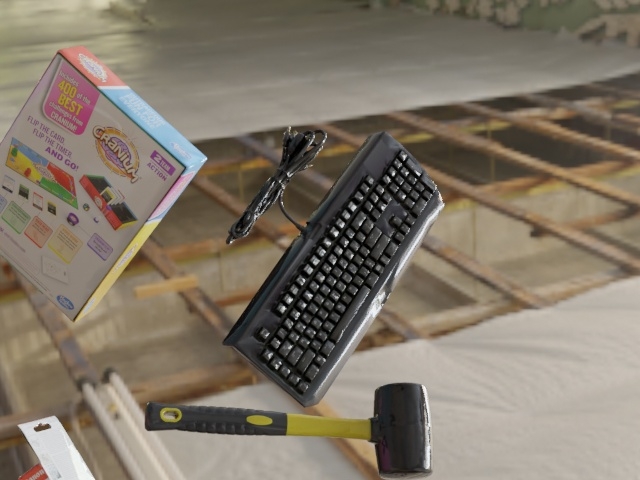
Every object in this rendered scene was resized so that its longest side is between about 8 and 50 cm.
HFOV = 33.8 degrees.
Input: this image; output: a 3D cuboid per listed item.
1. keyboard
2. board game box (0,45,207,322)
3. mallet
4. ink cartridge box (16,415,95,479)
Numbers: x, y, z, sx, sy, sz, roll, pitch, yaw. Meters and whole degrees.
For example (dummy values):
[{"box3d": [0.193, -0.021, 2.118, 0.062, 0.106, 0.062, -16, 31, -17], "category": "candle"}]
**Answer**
[{"box3d": [0.000, 0.000, 1.130, 0.317, 0.201, 0.033, -56, -168, -28], "category": "keyboard"}, {"box3d": [-0.343, -0.075, 1.487, 0.242, 0.316, 0.064, 43, -154, 3], "category": "board game box"}, {"box3d": [-0.015, 0.109, 0.673, 0.190, 0.062, 0.039, 13, 153, -14], "category": "mallet"}, {"box3d": [-0.228, 0.211, 0.918, 0.029, 0.115, 0.063, -38, 168, 13], "category": "ink cartridge box"}]
